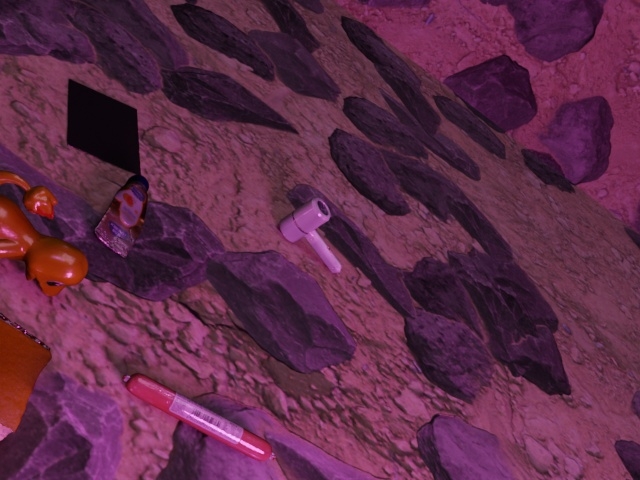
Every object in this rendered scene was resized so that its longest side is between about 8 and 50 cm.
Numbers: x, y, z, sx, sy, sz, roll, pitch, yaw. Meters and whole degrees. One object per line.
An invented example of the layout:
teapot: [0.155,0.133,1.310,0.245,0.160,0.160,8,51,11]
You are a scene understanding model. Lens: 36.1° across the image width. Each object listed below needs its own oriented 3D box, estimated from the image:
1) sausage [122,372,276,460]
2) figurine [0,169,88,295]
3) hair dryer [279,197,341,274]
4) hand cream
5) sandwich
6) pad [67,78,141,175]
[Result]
sausage: [-0.148,0.220,1.216,0.223,0.029,0.029,32,29,-17]
figurine: [-0.355,-0.012,1.191,0.176,0.122,0.121,36,25,-8]
hair dryer: [0.000,0.000,1.689,0.137,0.082,0.047,54,25,-9]
hand cream: [-0.282,-0.042,1.425,0.062,0.039,0.163,47,25,-24]
sandwich: [-0.390,0.126,1.013,0.193,0.058,0.162,35,28,-17]
pad: [-0.349,-0.184,1.582,0.127,0.004,0.190,24,32,-30]
